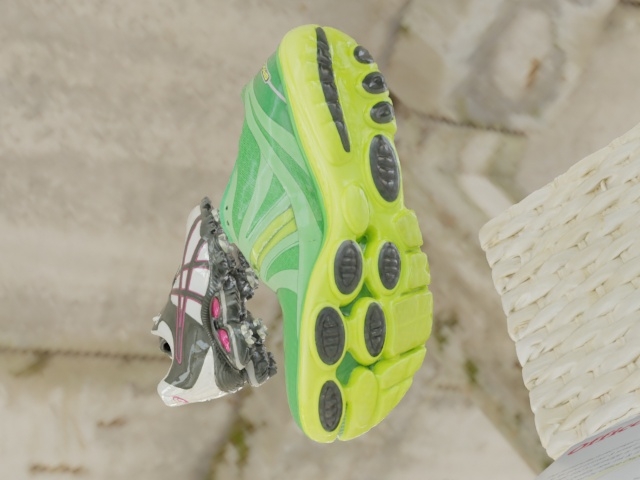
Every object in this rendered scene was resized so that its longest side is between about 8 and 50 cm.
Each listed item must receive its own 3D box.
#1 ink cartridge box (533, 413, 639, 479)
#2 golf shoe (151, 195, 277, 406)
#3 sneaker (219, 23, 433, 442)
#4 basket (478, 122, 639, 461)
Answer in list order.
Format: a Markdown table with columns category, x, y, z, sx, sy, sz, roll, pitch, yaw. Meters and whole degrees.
| category | x | y | z | sx | sy | sz | roll | pitch | yaw |
| --- | --- | --- | --- | --- | --- | --- | --- | --- | --- |
| ink cartridge box | 0.218 | 0.229 | 1.296 | 0.226 | 0.131 | 0.306 | -31 | -2 | 43 |
| golf shoe | -0.128 | 0.058 | 1.895 | 0.120 | 0.273 | 0.105 | -27 | -53 | 13 |
| sneaker | 0.000 | 0.000 | 1.250 | 0.109 | 0.295 | 0.123 | 10 | -24 | -35 |
| basket | 0.360 | 0.074 | 1.676 | 0.331 | 0.328 | 0.266 | -34 | -48 | 21 |
